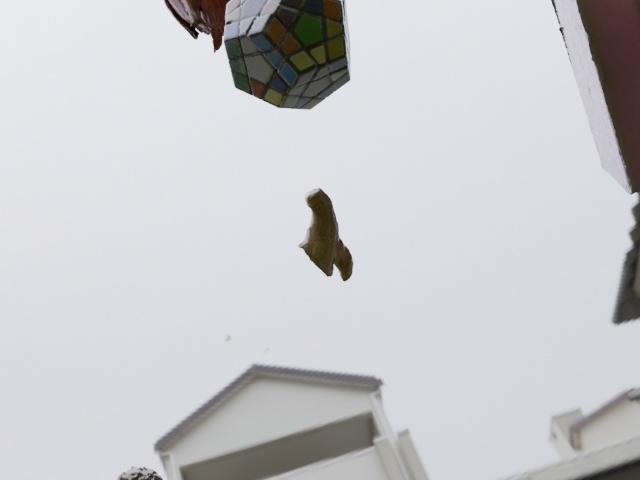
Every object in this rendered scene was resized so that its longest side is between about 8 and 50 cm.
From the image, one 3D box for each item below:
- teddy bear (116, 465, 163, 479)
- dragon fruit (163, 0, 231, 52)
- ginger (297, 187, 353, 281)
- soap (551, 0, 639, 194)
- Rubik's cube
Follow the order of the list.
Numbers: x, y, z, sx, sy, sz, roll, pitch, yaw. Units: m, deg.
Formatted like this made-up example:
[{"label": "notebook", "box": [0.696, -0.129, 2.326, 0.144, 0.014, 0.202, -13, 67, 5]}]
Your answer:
[{"label": "teddy bear", "box": [-0.273, 0.391, 0.983, 0.251, 0.182, 0.129, -25, -56, -12]}, {"label": "dragon fruit", "box": [-0.110, -0.383, 1.094, 0.240, 0.241, 0.252, -2, -48, -19]}, {"label": "ginger", "box": [-0.001, 0.001, 0.758, 0.048, 0.030, 0.097, -44, -55, -35]}, {"label": "soap", "box": [0.368, -0.202, 1.058, 0.081, 0.181, 0.259, -20, -79, 12]}, {"label": "Rubik's cube", "box": [-0.024, -0.156, 0.664, 0.111, 0.093, 0.111, -28, -17, -10]}]
